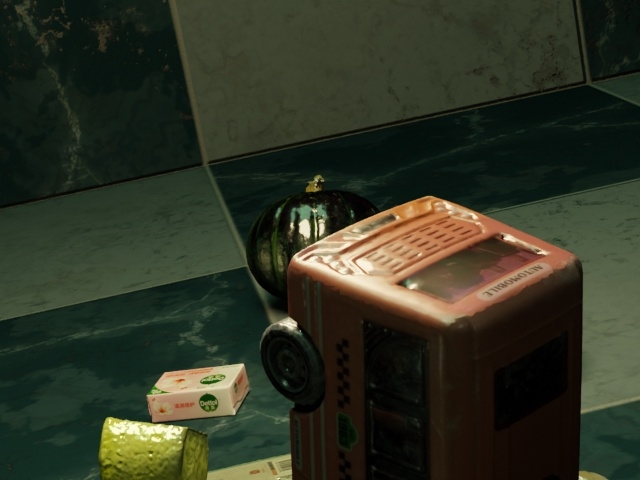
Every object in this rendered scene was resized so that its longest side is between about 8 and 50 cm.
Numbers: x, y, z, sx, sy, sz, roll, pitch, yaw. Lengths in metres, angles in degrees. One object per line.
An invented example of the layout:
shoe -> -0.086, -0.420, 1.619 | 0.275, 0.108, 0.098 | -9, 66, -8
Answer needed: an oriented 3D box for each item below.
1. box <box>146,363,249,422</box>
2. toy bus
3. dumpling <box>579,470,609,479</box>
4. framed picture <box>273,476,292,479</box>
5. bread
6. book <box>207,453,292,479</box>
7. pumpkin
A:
box -> -0.171, 0.214, 2.114 | 0.125, 0.043, 0.089 | -8, 16, 13
toy bus -> 0.102, 0.196, 1.284 | 0.203, 0.427, 0.233 | -23, 31, -39
dumpling -> 0.145, 0.284, 1.555 | 0.332, 0.086, 0.166 | -9, 41, 0
framed picture -> -0.024, 0.324, 1.614 | 0.173, 0.010, 0.231 | 2, 24, 25
bread -> -0.196, 0.260, 1.733 | 0.114, 0.111, 0.129 | -3, -9, 12
book -> -0.115, 0.311, 1.759 | 0.282, 0.025, 0.215 | -12, 14, -7
pumpkin -> 0.000, 0.000, 2.475 | 0.250, 0.216, 0.250 | -3, -11, -1
